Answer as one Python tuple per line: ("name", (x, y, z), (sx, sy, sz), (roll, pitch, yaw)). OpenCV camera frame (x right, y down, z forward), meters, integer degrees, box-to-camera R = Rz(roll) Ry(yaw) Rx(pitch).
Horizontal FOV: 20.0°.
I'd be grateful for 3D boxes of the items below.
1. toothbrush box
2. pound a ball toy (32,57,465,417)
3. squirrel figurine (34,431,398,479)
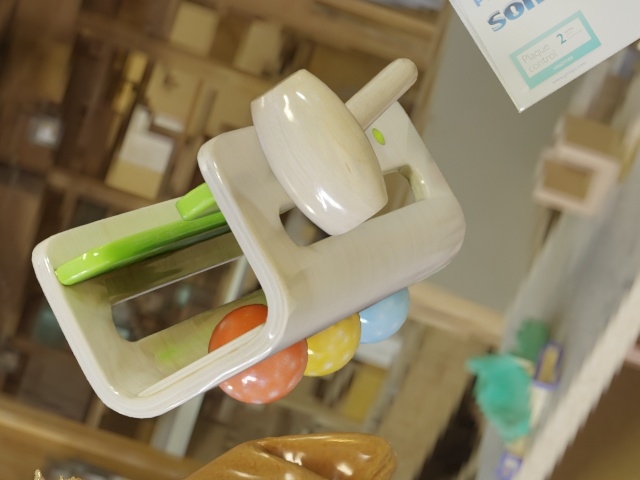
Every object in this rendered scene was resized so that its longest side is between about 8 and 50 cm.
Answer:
("toothbrush box", (0.230, -0.241, 1.622), (0.216, 0.126, 0.295), (-32, 8, 9))
("pound a ball toy", (0.000, 0.000, 0.992), (0.208, 0.135, 0.319), (-29, -3, 24))
("squirrel figurine", (-0.073, 0.309, 1.338), (0.370, 0.397, 0.281), (-138, 56, -77))
